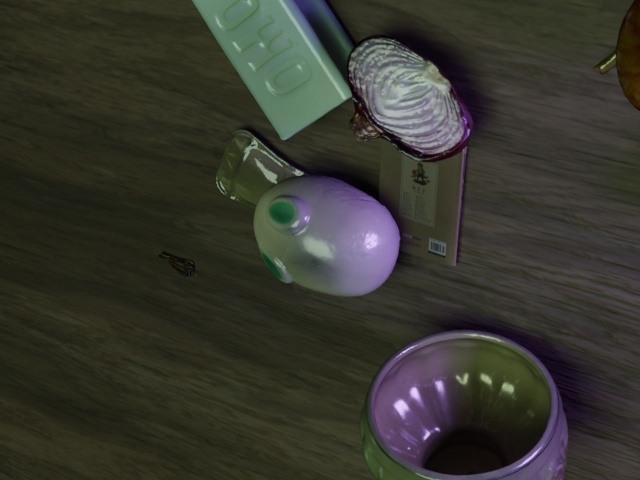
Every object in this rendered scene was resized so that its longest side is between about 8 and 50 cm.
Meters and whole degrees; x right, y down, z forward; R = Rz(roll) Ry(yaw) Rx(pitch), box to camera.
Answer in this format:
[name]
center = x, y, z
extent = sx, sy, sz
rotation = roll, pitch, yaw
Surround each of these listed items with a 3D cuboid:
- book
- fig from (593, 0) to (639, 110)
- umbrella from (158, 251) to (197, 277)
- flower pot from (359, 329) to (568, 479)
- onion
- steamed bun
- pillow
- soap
[book]
center = 0.145, -0.066, 1.956
extent = 0.138, 0.016, 0.198
rotation = 19, 125, 27
[fig]
center = 0.421, -0.238, 1.588
extent = 0.175, 0.207, 0.175
rotation = -3, 115, -6
[umbrella]
center = -0.246, 0.041, 2.302
extent = 0.083, 0.020, 0.031
rotation = 29, 128, 26
[flower pot]
center = 0.213, 0.311, 1.951
extent = 0.307, 0.307, 0.244
rotation = 20, 141, 26
[onion]
center = 0.117, -0.190, 1.847
extent = 0.151, 0.098, 0.206
rotation = -38, 83, 18
[steamed bun]
center = 0.000, 0.000, 1.989
extent = 0.228, 0.131, 0.177
rotation = 27, 127, 12
[pillow]
center = -0.067, -0.079, 2.091
extent = 0.217, 0.033, 0.130
rotation = 32, 125, 15
[soap]
center = -0.059, -0.296, 1.927
extent = 0.160, 0.087, 0.265
rotation = -28, 96, 42
